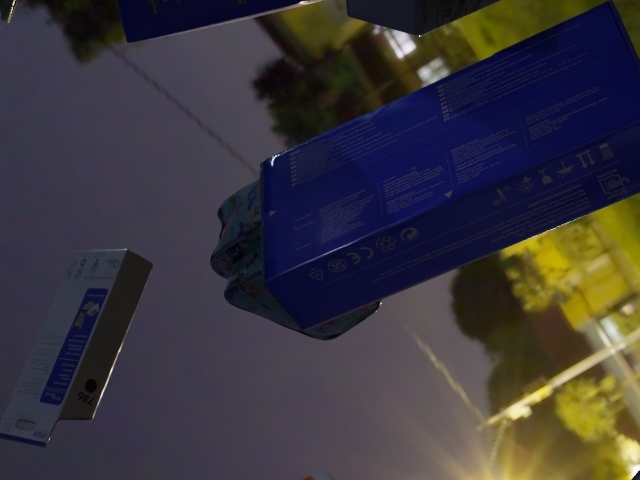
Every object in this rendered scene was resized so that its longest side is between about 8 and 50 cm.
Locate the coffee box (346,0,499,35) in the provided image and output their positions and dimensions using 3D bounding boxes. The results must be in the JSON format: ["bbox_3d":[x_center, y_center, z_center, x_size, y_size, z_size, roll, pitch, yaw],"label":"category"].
[{"bbox_3d":[0.139,-0.306,1.118,0.098,0.246,0.141,25,131,40],"label":"coffee box"}]

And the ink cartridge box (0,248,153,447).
[{"bbox_3d":[-0.388,0.173,1.830,0.065,0.165,0.333,36,-114,-37],"label":"ink cartridge box"}]

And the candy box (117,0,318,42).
[{"bbox_3d":[-0.173,-0.470,1.799,0.122,0.317,0.268,-29,-70,-65],"label":"candy box"}]

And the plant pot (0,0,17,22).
[{"bbox_3d":[-0.457,-0.433,1.392,0.254,0.276,0.276,17,-154,-16],"label":"plant pot"}]

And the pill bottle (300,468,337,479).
[{"bbox_3d":[-0.107,0.498,1.558,0.224,0.392,0.224,58,169,18],"label":"pill bottle"}]

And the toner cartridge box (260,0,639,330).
[{"bbox_3d":[0.115,-0.062,0.993,0.075,0.348,0.165,53,-158,-37],"label":"toner cartridge box"}]

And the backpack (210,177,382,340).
[{"bbox_3d":[0.000,0.000,1.492,0.225,0.253,0.191,25,-134,-29],"label":"backpack"}]

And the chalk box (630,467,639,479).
[{"bbox_3d":[0.533,0.413,1.658,0.179,0.180,0.289,42,-170,38],"label":"chalk box"}]
